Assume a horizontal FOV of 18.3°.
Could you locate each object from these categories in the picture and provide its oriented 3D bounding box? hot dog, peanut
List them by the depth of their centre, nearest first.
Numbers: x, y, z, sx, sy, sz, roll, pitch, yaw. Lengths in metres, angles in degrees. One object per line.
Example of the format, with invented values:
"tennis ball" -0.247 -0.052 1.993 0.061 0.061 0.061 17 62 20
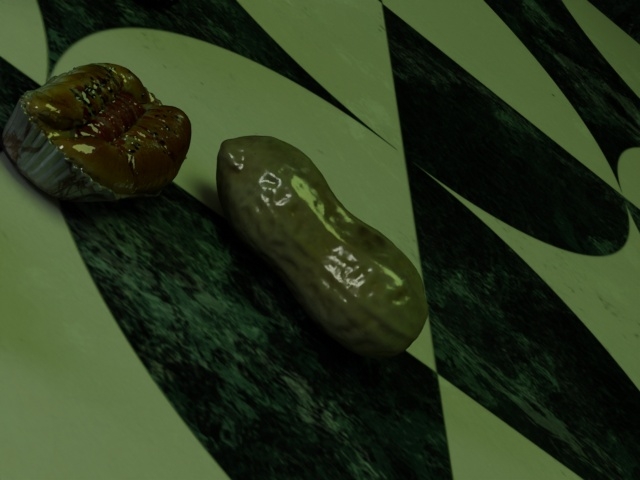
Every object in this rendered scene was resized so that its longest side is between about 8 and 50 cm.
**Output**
"hot dog" -0.195 -0.097 1.810 0.144 0.075 0.268 42 18 1
"peanut" 0.000 0.000 1.934 0.274 0.111 0.125 49 17 12

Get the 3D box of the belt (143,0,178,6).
"belt" -0.209 -0.355 2.274 0.151 0.078 0.198 13 35 -51
